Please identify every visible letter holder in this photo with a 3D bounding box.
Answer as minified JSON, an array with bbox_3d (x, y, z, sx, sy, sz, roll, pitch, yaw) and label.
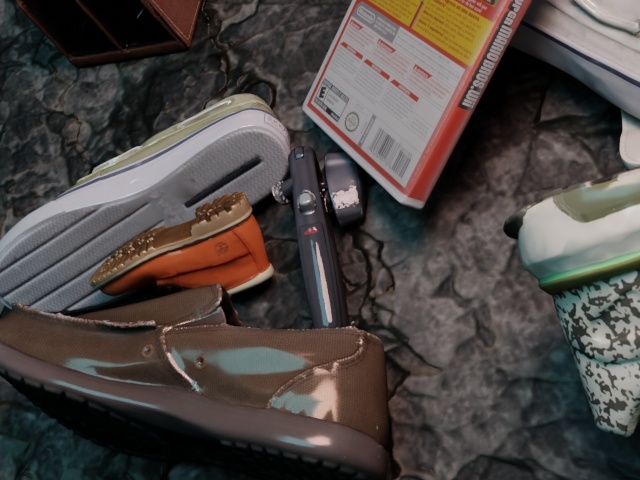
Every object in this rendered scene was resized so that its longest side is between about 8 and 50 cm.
[{"bbox_3d":[-0.219,-0.372,1.161,0.152,0.214,0.301,-4,60,27],"label":"letter holder"}]

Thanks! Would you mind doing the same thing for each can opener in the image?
[{"bbox_3d":[0.000,0.000,0.913,0.073,0.059,0.186,-16,55,19],"label":"can opener"}]

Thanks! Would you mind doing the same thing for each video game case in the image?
[{"bbox_3d":[0.091,-0.192,0.898,0.285,0.025,0.204,-64,34,17],"label":"video game case"}]

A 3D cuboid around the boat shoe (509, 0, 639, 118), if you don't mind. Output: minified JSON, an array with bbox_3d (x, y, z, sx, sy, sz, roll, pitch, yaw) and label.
[{"bbox_3d":[0.253,-0.194,0.815,0.136,0.156,0.367,-29,43,-22],"label":"boat shoe"}]

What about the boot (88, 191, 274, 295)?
[{"bbox_3d":[-0.118,0.027,0.945,0.158,0.084,0.059,-21,22,14],"label":"boot"}]

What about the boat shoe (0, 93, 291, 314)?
[{"bbox_3d":[-0.161,-0.031,1.008,0.302,0.109,0.094,-27,29,6],"label":"boat shoe"}]

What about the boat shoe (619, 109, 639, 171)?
[{"bbox_3d":[0.251,-0.082,0.838,0.046,0.038,0.125,-3,40,22],"label":"boat shoe"}]

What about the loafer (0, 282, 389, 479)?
[{"bbox_3d":[-0.103,0.102,0.875,0.366,0.134,0.130,11,62,22],"label":"loafer"}]

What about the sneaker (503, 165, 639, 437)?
[{"bbox_3d":[0.325,0.023,0.650,0.410,0.158,0.182,-12,86,20],"label":"sneaker"}]
